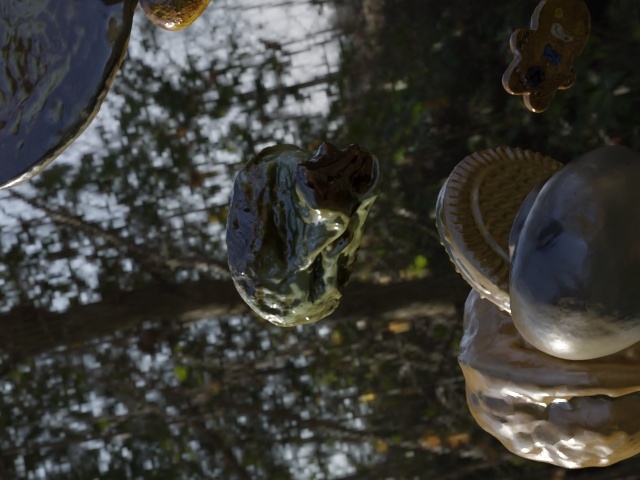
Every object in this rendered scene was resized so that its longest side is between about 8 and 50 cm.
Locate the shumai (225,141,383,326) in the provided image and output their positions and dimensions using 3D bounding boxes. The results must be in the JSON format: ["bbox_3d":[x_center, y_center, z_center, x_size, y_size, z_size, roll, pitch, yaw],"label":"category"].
[{"bbox_3d":[0.000,0.000,1.550,0.222,0.203,0.272,-42,-56,-31],"label":"shumai"}]

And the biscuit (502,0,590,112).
[{"bbox_3d":[0.443,-0.371,2.190,0.180,0.236,0.039,28,177,-32],"label":"biscuit"}]

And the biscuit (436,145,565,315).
[{"bbox_3d":[0.252,-0.008,1.349,0.079,0.259,0.259,120,149,-48],"label":"biscuit"}]

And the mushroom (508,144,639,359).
[{"bbox_3d":[0.213,0.013,0.932,0.117,0.141,0.188,-9,-63,-51],"label":"mushroom"}]

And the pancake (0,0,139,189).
[{"bbox_3d":[-0.219,-0.149,0.771,0.031,0.250,0.250,9,-115,-52],"label":"pancake"}]

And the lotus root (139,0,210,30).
[{"bbox_3d":[-0.211,-0.415,1.798,0.108,0.190,0.094,44,-154,-17],"label":"lotus root"}]

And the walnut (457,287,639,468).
[{"bbox_3d":[0.408,0.193,1.834,0.383,0.383,0.383,-12,-90,-85],"label":"walnut"}]
